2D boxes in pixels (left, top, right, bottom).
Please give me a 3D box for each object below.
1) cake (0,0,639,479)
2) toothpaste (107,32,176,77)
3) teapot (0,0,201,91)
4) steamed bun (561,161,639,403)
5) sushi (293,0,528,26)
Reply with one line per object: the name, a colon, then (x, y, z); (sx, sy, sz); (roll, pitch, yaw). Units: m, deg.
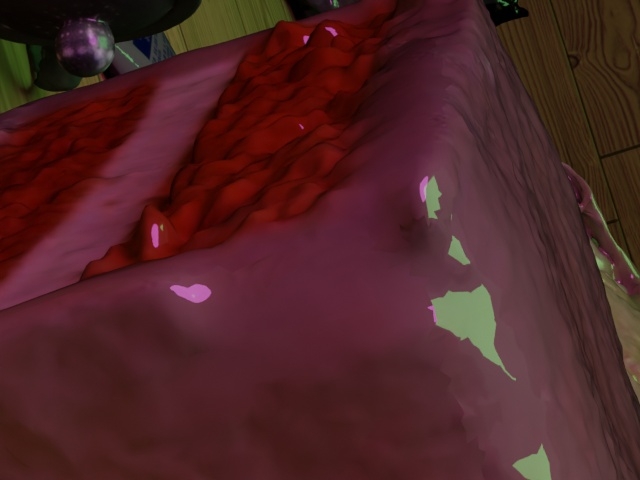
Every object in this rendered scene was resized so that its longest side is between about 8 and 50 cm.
cake: (-0.020, 0.065, 0.565); (0.309, 0.237, 0.230); (-77, 145, -67)
toothpaste: (-0.079, -0.072, 1.035); (0.266, 0.061, 0.096); (56, 19, -39)
teapot: (-0.104, -0.138, 0.738); (0.239, 0.162, 0.149); (141, -55, -68)
steamed bun: (0.068, 0.113, 0.989); (0.325, 0.230, 0.372); (26, 36, -21)
sushi: (0.087, -0.277, 1.815); (0.348, 0.234, 0.207); (69, 9, -51)
